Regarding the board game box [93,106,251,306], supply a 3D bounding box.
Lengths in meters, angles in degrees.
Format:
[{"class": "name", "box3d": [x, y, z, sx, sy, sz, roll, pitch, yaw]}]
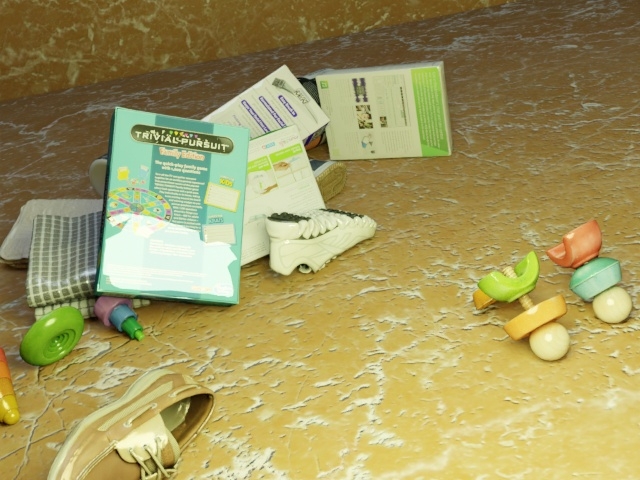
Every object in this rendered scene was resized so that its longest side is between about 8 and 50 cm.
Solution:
[{"class": "board game box", "box3d": [-0.270, -0.056, 1.651, 0.253, 0.336, 0.079, 7, -12, -19]}]

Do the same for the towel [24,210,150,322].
[{"class": "towel", "box3d": [-0.469, 0.037, 1.817, 0.235, 0.121, 0.284, -14, 35, -6]}]

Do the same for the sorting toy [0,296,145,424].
[{"class": "sorting toy", "box3d": [-0.452, 0.208, 1.546, 0.126, 0.127, 0.365, 40, 46, 23]}]

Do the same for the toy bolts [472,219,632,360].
[{"class": "toy bolts", "box3d": [0.373, 0.097, 1.430, 0.228, 0.158, 0.218, -27, -13, -11]}]

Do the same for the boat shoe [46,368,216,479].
[{"class": "boat shoe", "box3d": [-0.254, 0.284, 1.240, 0.116, 0.123, 0.324, 3, 29, 24]}]

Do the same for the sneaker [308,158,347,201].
[{"class": "sneaker", "box3d": [-0.078, -0.122, 2.073, 0.153, 0.099, 0.282, 13, 28, 36]}]

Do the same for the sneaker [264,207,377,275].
[{"class": "sneaker", "box3d": [0.000, 0.000, 1.778, 0.110, 0.118, 0.292, 12, 13, 42]}]

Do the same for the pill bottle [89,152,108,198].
[{"class": "pill bottle", "box3d": [-0.485, -0.201, 2.378, 0.130, 0.130, 0.245, 4, 28, 30]}]

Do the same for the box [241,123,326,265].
[{"class": "box", "box3d": [-0.141, -0.086, 1.839, 0.262, 0.231, 0.127, -25, 11, -28]}]

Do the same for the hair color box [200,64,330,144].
[{"class": "hair color box", "box3d": [-0.166, -0.257, 2.194, 0.339, 0.185, 0.110, -37, -5, -18]}]

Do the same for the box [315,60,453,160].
[{"class": "box", "box3d": [0.162, -0.320, 2.246, 0.322, 0.232, 0.058, 1, 27, 22]}]

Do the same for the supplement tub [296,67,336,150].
[{"class": "supplement tub", "box3d": [-0.068, -0.331, 2.413, 0.316, 0.193, 0.193, -26, 28, -32]}]

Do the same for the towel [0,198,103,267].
[{"class": "towel", "box3d": [-0.592, -0.020, 2.047, 0.282, 0.049, 0.187, -1, 51, 20]}]
